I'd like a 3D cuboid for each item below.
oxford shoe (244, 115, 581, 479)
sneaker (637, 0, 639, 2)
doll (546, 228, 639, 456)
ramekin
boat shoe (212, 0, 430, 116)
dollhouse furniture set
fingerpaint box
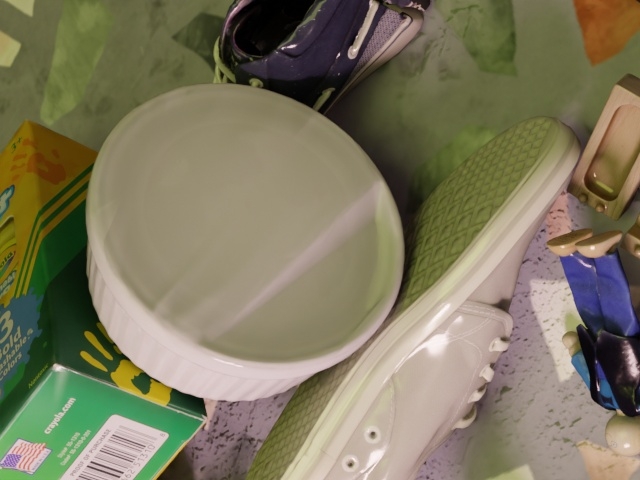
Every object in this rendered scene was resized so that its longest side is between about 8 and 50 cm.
[{"bbox_3d":[0.094,0.093,1.296,0.130,0.169,0.449,31,101,-13],"label":"oxford shoe"},{"bbox_3d":[0.316,-0.157,1.171,0.234,0.078,0.106,28,102,29],"label":"sneaker"},{"bbox_3d":[0.234,0.085,1.220,0.129,0.046,0.189,4,112,62],"label":"doll"},{"bbox_3d":[-0.074,0.012,1.269,0.273,0.273,0.127,61,149,19],"label":"ramekin"},{"bbox_3d":[-0.064,-0.143,1.379,0.340,0.158,0.127,-48,64,23],"label":"boat shoe"},{"bbox_3d":[0.260,-0.035,1.152,0.151,0.123,0.144,34,133,17],"label":"dollhouse furniture set"},{"bbox_3d":[-0.323,0.169,1.452,0.445,0.163,0.371,-50,33,23],"label":"fingerpaint box"}]
